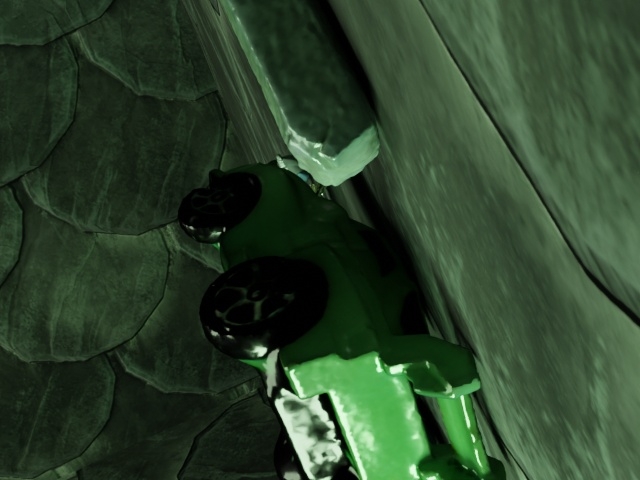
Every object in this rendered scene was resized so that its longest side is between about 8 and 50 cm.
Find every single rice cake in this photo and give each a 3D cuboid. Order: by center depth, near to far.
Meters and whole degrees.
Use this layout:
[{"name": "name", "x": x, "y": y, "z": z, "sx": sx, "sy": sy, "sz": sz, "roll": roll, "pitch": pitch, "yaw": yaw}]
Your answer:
[{"name": "rice cake", "x": -0.021, "y": -0.133, "z": 0.789, "sx": 0.069, "sy": 0.063, "sz": 0.206, "roll": 58, "pitch": -173, "yaw": -70}]

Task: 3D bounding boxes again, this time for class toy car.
[{"name": "toy car", "x": 0.008, "y": 0.075, "z": 0.968, "sx": 0.359, "sy": 0.176, "sz": 0.213, "roll": -113, "pitch": 2, "yaw": -54}]

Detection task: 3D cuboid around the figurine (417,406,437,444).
[{"name": "figurine", "x": 0.086, "y": 0.255, "z": 1.357, "sx": 0.262, "sy": 0.154, "sz": 0.180, "roll": 2, "pitch": 108, "yaw": 67}]

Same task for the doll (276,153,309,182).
[{"name": "doll", "x": -0.033, "y": -0.086, "z": 1.508, "sx": 0.114, "sy": 0.039, "sz": 0.057, "roll": 55, "pitch": -144, "yaw": -65}]

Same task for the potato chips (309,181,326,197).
[{"name": "potato chips", "x": 0.008, "y": -0.002, "z": 1.311, "sx": 0.167, "sy": 0.059, "sz": 0.228, "roll": -103, "pitch": -6, "yaw": -50}]
